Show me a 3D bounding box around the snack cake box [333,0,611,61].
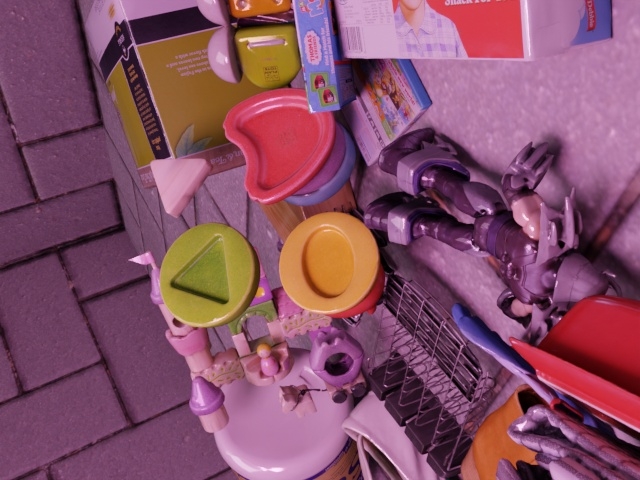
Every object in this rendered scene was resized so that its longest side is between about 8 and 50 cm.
[{"bbox_3d":[0.108,-0.238,0.552,0.264,0.089,0.152,28,133,57],"label":"snack cake box"}]

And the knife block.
[{"bbox_3d":[0.000,0.000,0.998,0.276,0.088,0.242,11,119,63],"label":"knife block"}]

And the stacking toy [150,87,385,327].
[{"bbox_3d":[-0.063,-0.020,0.846,0.130,0.280,0.308,39,-145,-64],"label":"stacking toy"}]

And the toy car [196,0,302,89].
[{"bbox_3d":[-0.069,-0.297,0.856,0.136,0.159,0.182,-81,-16,-61],"label":"toy car"}]

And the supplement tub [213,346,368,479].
[{"bbox_3d":[-0.040,0.373,1.179,0.241,0.241,0.331,49,163,38],"label":"supplement tub"}]

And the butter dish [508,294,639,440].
[{"bbox_3d":[0.256,0.091,0.489,0.160,0.118,0.160,33,175,-31],"label":"butter dish"}]

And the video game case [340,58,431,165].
[{"bbox_3d":[0.068,-0.176,0.789,0.119,0.015,0.166,66,157,9],"label":"video game case"}]

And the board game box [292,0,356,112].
[{"bbox_3d":[0.002,-0.253,0.707,0.160,0.039,0.211,-59,-38,-72],"label":"board game box"}]

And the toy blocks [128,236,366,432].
[{"bbox_3d":[-0.118,0.100,1.028,0.309,0.289,0.260,-120,13,-63],"label":"toy blocks"}]

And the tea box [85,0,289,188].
[{"bbox_3d":[-0.225,-0.270,1.093,0.329,0.220,0.323,8,116,65],"label":"tea box"}]

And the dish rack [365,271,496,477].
[{"bbox_3d":[0.146,0.173,0.855,0.208,0.074,0.271,48,148,38],"label":"dish rack"}]

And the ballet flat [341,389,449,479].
[{"bbox_3d":[0.157,0.408,0.951,0.400,0.139,0.139,58,155,22],"label":"ballet flat"}]

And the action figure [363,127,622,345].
[{"bbox_3d":[0.164,-0.016,0.623,0.285,0.099,0.185,37,135,45],"label":"action figure"}]

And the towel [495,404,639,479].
[{"bbox_3d":[0.263,0.243,0.421,0.284,0.235,0.121,32,93,54],"label":"towel"}]

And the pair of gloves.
[{"bbox_3d":[0.201,0.131,0.610,0.198,0.023,0.159,34,-171,-35],"label":"pair of gloves"}]

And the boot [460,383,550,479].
[{"bbox_3d":[0.258,0.314,0.681,0.295,0.104,0.211,60,156,29],"label":"boot"}]
